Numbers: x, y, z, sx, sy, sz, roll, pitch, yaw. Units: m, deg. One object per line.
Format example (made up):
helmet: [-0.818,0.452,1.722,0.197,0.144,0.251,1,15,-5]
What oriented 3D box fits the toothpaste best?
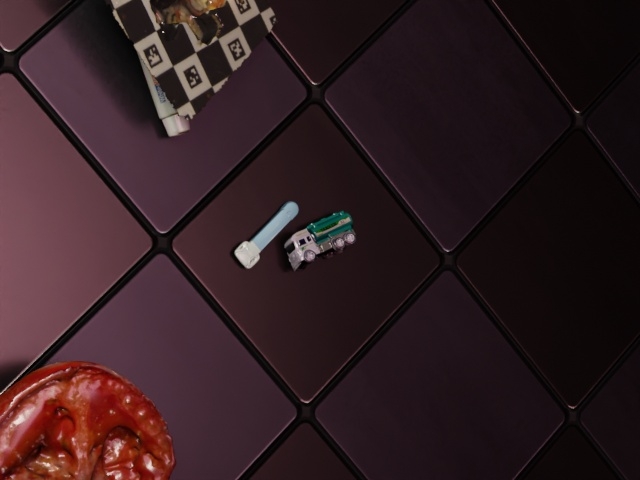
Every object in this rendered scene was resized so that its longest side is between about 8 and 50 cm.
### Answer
toothpaste: [-0.180,-0.217,1.936,0.052,0.033,0.218,-19,93,-39]

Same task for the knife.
knife: [-0.057,-0.008,1.998,0.096,0.010,0.027,-46,106,-23]

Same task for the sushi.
sushi: [-0.152,-0.249,1.927,0.193,0.040,0.210,58,45,-19]

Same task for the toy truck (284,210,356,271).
toy truck: [0.000,0.000,2.011,0.083,0.039,0.044,-23,81,-27]

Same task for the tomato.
tomato: [-0.265,0.231,1.835,0.228,0.101,0.228,-3,97,-27]
